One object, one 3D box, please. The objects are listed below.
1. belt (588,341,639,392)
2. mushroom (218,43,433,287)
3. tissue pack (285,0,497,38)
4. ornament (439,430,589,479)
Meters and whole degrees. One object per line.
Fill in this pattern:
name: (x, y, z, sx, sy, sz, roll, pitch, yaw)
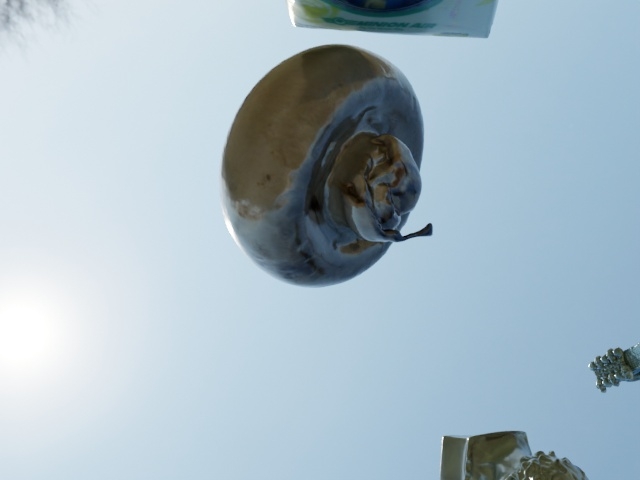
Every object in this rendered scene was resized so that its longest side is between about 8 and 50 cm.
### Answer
belt: (0.549, 0.200, 1.263, 0.100, 0.179, 0.065, -6, -118, -12)
mushroom: (0.034, -0.096, 1.066, 0.294, 0.362, 0.362, 26, -124, 37)
tissue pack: (0.087, -0.393, 0.858, 0.287, 0.388, 0.162, 5, -104, 7)
ornament: (0.283, 0.343, 1.069, 0.120, 0.130, 0.285, 7, -175, -19)
